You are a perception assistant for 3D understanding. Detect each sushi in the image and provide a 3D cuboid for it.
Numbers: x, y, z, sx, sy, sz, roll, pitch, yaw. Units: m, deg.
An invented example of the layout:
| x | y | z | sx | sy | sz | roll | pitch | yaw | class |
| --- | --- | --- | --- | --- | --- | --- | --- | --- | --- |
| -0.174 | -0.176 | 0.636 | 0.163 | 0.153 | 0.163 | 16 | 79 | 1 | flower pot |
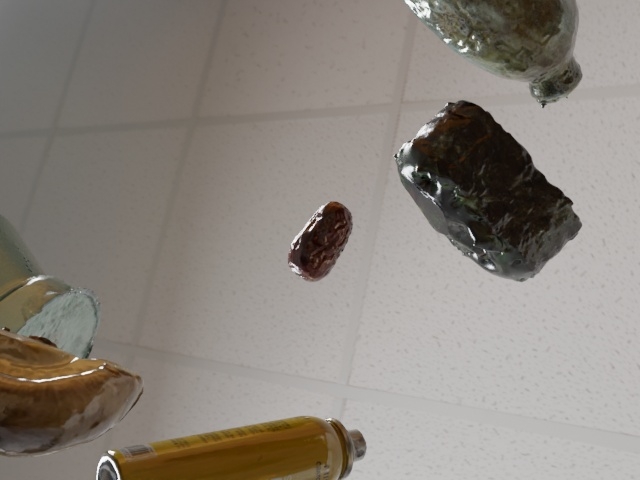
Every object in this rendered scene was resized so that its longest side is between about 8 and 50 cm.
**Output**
| x | y | z | sx | sy | sz | roll | pitch | yaw | class |
| --- | --- | --- | --- | --- | --- | --- | --- | --- | --- |
| 0.191 | -0.052 | 0.860 | 0.127 | 0.225 | 0.124 | -46 | -167 | -7 | sushi |

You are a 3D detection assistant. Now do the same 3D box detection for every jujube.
| x | y | z | sx | sy | sz | roll | pitch | yaw | class |
| --- | --- | --- | --- | --- | --- | --- | --- | --- | --- |
| 0.000 | 0.000 | 1.106 | 0.077 | 0.077 | 0.129 | 29 | -89 | 38 | jujube |

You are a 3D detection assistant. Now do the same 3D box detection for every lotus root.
| x | y | z | sx | sy | sz | roll | pitch | yaw | class |
| --- | --- | --- | --- | --- | --- | --- | --- | --- | --- |
| 0.197 | -0.312 | 0.882 | 0.349 | 0.175 | 0.175 | 43 | -79 | -2 | lotus root |

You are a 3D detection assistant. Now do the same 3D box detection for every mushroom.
| x | y | z | sx | sy | sz | roll | pitch | yaw | class |
| --- | --- | --- | --- | --- | --- | --- | --- | --- | --- |
| -0.230 | 0.092 | 0.486 | 0.210 | 0.094 | 0.072 | 20 | -82 | -1 | mushroom |

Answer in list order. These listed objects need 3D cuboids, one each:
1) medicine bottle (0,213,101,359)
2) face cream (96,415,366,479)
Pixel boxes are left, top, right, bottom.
| x | y | z | sx | sy | sz | roll | pitch | yaw | class |
| --- | --- | --- | --- | --- | --- | --- | --- | --- | --- |
| -0.410 | 0.067 | 0.772 | 0.290 | 0.245 | 0.245 | 28 | -91 | 12 | medicine bottle |
| -0.092 | 0.285 | 0.909 | 0.105 | 0.349 | 0.105 | 2 | -87 | 56 | face cream |
